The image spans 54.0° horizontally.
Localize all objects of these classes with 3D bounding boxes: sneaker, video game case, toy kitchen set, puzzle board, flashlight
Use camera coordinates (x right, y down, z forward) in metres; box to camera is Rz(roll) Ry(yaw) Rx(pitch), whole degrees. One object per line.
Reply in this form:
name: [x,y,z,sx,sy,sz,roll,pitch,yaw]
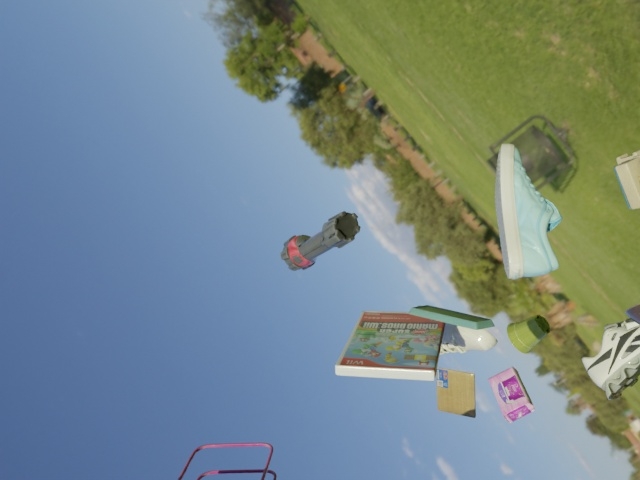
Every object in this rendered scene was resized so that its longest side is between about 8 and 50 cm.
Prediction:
sneaker: [0.530,-0.079,1.602,0.135,0.149,0.366,64,-156,-71]
sneaker: [0.295,0.268,1.556,0.108,0.169,0.292,44,164,-21]
video game case: [0.163,0.223,1.384,0.285,0.203,0.025,-49,-43,-67]
toy kitchen set: [0.842,-0.166,1.696,0.166,0.207,0.122,-17,96,65]
puzzle board: [0.334,0.374,1.551,0.011,0.096,0.128,-38,-53,-54]
sneaker: [0.797,0.236,1.580,0.122,0.330,0.146,25,-158,-46]
flashlight: [0.000,0.000,1.695,0.103,0.304,0.103,0,-108,-31]

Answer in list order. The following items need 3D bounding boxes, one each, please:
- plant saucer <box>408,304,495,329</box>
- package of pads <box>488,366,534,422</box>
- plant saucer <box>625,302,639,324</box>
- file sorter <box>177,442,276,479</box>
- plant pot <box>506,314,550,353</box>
plant saucer: [0.284,0.167,1.379,0.067,0.018,0.192,-3,-172,-39]
package of pads: [0.314,0.252,1.036,0.032,0.050,0.083,46,-160,-32]
plant saucer: [0.680,0.101,1.050,0.310,0.310,0.050,27,-132,-63]
file sorter: [-0.189,0.617,1.383,0.182,0.201,0.291,-59,-35,-76]
plant pot: [0.512,0.221,1.529,0.083,0.079,0.083,23,-135,-25]
